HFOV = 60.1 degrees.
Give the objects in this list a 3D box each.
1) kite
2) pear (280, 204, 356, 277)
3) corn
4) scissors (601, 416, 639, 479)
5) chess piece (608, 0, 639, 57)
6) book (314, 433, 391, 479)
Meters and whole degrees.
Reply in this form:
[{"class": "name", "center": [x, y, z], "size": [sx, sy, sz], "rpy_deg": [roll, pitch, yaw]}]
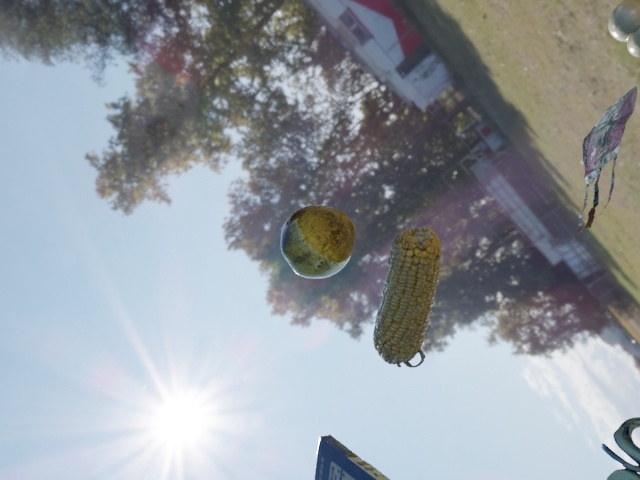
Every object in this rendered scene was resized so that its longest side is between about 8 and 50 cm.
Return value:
[{"class": "kite", "center": [0.602, -0.162, 1.192], "size": [0.022, 0.360, 0.204], "rpy_deg": [24, 154, 3]}, {"class": "pear", "center": [0.000, 0.000, 1.427], "size": [0.197, 0.197, 0.197], "rpy_deg": [44, -162, -18]}, {"class": "corn", "center": [0.154, 0.108, 0.988], "size": [0.106, 0.293, 0.106], "rpy_deg": [3, -145, -2]}, {"class": "scissors", "center": [0.602, 0.409, 0.791], "size": [0.393, 0.180, 0.032], "rpy_deg": [28, 161, 34]}, {"class": "chess piece", "center": [0.538, -0.321, 0.878], "size": [0.170, 0.094, 0.094], "rpy_deg": [54, -163, 18]}, {"class": "book", "center": [0.093, 0.621, 1.136], "size": [0.039, 0.300, 0.428], "rpy_deg": [6, -179, -28]}]
